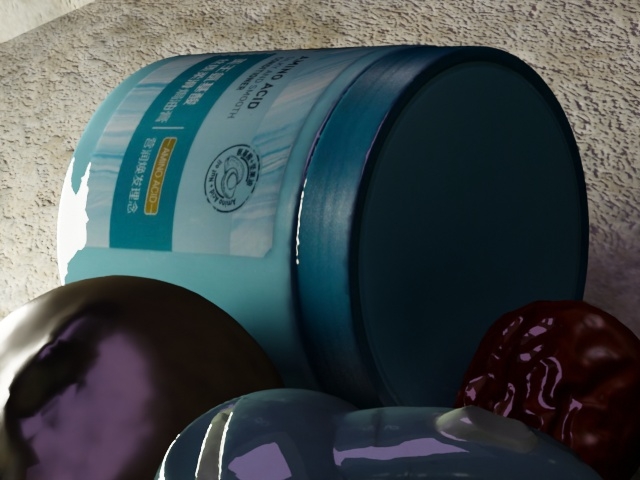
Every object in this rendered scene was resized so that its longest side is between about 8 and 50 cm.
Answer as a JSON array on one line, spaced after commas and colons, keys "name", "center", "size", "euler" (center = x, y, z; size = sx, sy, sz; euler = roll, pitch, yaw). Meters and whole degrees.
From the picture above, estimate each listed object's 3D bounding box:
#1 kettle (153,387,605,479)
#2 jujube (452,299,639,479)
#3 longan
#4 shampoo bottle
[{"name": "kettle", "center": [0.046, 0.232, 1.043], "size": [0.319, 0.342, 0.247], "euler": [-12, 29, 15]}, {"name": "jujube", "center": [0.168, 0.152, 1.308], "size": [0.155, 0.155, 0.230], "euler": [-4, 37, 29]}, {"name": "longan", "center": [-0.153, 0.189, 1.294], "size": [0.318, 0.319, 0.319], "euler": [-16, 29, 9]}, {"name": "shampoo bottle", "center": [0.000, 0.000, 1.495], "size": [0.342, 0.331, 0.331], "euler": [4, 37, 41]}]
